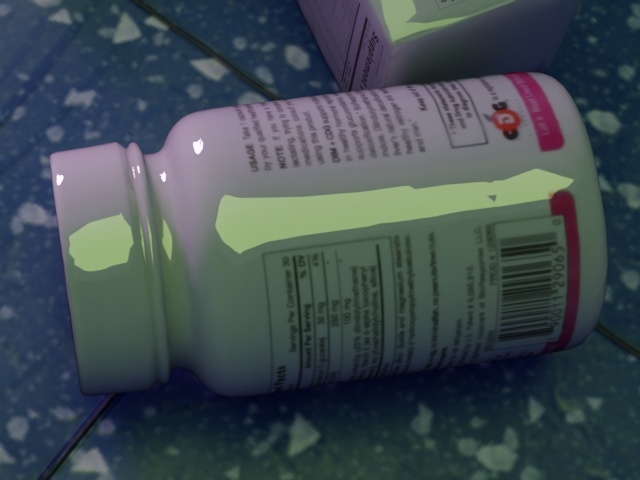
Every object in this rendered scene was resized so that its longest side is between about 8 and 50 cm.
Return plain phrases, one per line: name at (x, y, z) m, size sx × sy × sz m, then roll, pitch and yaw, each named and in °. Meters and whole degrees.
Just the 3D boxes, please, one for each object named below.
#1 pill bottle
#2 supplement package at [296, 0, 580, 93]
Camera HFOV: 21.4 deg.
pill bottle at (0.000, 0.000, 0.936) m, size 0.283 × 0.160 × 0.160 m, roll -7°, pitch 70°, yaw -9°
supplement package at (0.043, -0.210, 1.035) m, size 0.134 × 0.139 × 0.244 m, roll -22°, pitch 74°, yaw -13°
